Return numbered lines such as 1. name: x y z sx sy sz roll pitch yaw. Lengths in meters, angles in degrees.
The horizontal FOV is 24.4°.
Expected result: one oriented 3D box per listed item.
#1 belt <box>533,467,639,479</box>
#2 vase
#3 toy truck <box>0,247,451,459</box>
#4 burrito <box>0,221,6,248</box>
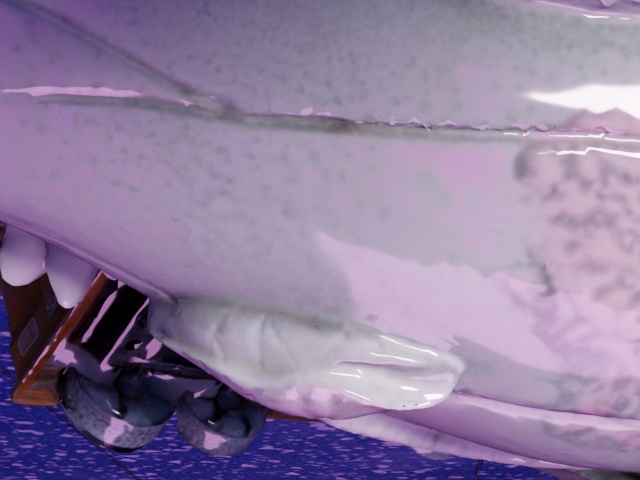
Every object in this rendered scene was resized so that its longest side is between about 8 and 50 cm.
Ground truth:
1. belt: 0.255 0.061 0.936 0.300 0.173 0.436 13 157 -11
2. vase: 0.002 -0.054 0.497 0.446 0.249 0.250 11 161 -16
3. toy truck: 0.000 0.000 0.757 0.338 0.184 0.133 9 132 -40
4. burrito: -0.312 0.009 0.975 0.226 0.060 0.087 -12 164 34
